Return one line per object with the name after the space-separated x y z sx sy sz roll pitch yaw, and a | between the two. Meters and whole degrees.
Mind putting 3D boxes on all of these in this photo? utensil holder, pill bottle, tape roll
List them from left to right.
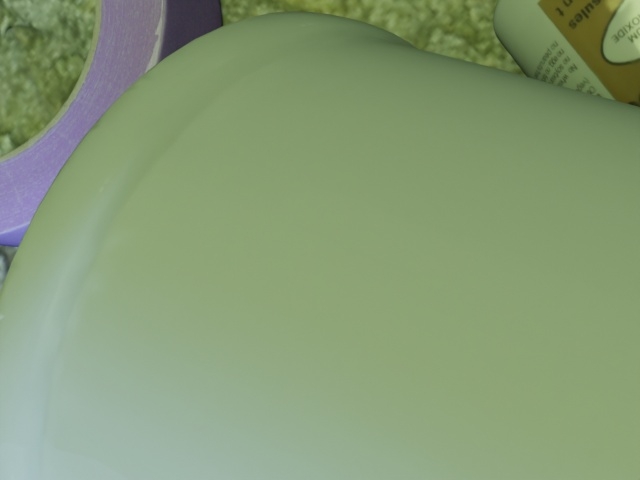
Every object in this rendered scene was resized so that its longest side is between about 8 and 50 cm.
-0.206 -0.134 0.808 0.275 0.090 0.274 -1 86 19 | tape roll
0.107 0.101 0.507 0.385 0.327 0.327 21 93 37 | utensil holder
0.206 -0.067 0.641 0.131 0.131 0.229 -39 76 13 | pill bottle
